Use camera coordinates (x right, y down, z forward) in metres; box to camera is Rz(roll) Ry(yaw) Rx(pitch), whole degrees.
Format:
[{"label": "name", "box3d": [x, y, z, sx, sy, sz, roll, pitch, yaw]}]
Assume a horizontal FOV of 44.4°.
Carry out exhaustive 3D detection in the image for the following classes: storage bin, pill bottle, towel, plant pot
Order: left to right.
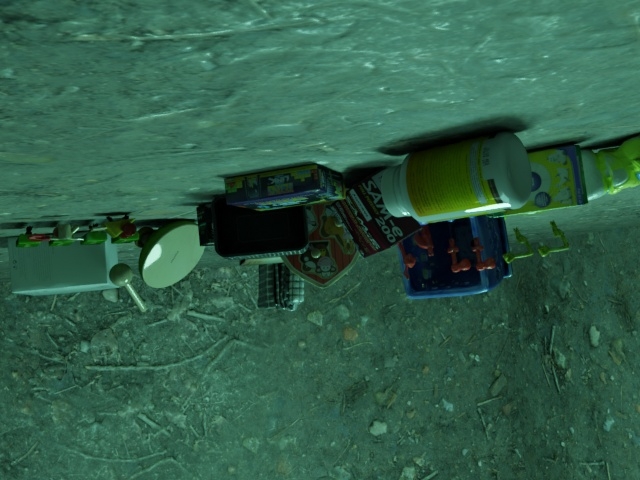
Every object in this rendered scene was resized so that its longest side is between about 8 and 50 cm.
[{"label": "storage bin", "box3d": [-0.115, -0.030, 1.530, 0.180, 0.122, 0.084, -6, 175, 1]}, {"label": "towel", "box3d": [-0.109, 0.063, 2.015, 0.121, 0.234, 0.284, 1, 174, -6]}, {"label": "pill bottle", "box3d": [0.204, -0.091, 1.205, 0.215, 0.117, 0.117, -9, 174, 36]}, {"label": "plant pot", "box3d": [0.344, 0.012, 1.962, 0.236, 0.235, 0.212, -10, 179, 39]}]

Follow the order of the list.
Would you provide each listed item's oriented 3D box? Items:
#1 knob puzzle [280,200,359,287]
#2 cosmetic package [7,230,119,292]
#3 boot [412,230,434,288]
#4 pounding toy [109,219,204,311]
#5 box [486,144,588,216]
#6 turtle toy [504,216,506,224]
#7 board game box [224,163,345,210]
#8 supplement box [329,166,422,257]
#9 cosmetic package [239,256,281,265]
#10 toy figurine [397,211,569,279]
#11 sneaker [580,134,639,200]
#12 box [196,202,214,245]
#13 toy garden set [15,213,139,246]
[{"label": "knob puzzle", "box3d": [0.000, 0.000, 1.591, 0.213, 0.213, 0.030, -5, 176, -7]}, {"label": "cosmetic package", "box3d": [-0.626, 0.059, 1.941, 0.225, 0.138, 0.224, -6, 175, -8]}, {"label": "boot", "box3d": [0.260, 0.034, 2.199, 0.190, 0.208, 0.076, -10, 173, 41]}, {"label": "pounding toy", "box3d": [-0.394, 0.027, 1.855, 0.237, 0.110, 0.183, -44, 151, -13]}, {"label": "box", "box3d": [0.359, -0.100, 1.351, 0.179, 0.105, 0.043, -9, -179, 32]}, {"label": "turtle toy", "box3d": [0.466, -0.059, 2.178, 0.130, 0.066, 0.095, -3, 174, -35]}, {"label": "board game box", "box3d": [-0.058, -0.088, 1.357, 0.170, 0.048, 0.141, -7, 176, 20]}, {"label": "supplement box", "box3d": [0.097, -0.046, 1.468, 0.073, 0.130, 0.239, -33, 179, -11]}, {"label": "cosmetic package", "box3d": [-0.028, -0.022, 1.693, 0.296, 0.129, 0.153, -5, 174, -10]}, {"label": "toy figurine", "box3d": [0.273, -0.047, 1.477, 0.363, 0.191, 0.217, -9, 169, 22]}, {"label": "sneaker", "box3d": [0.527, -0.122, 1.367, 0.126, 0.091, 0.240, -3, 174, -35]}, {"label": "box", "box3d": [-0.215, -0.033, 1.612, 0.062, 0.083, 0.052, -2, 173, -29]}, {"label": "toy garden set", "box3d": [-0.509, -0.022, 1.660, 0.244, 0.049, 0.204, -2, 176, -24]}]
